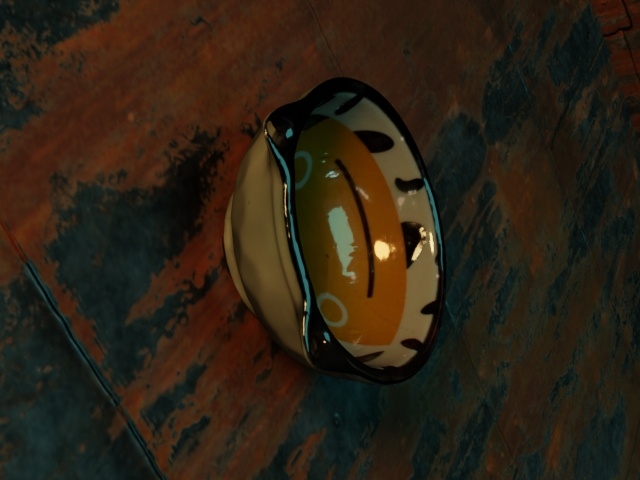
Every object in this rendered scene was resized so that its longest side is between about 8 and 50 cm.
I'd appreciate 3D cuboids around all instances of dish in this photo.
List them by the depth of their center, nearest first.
[{"bbox_3d":[0.000,0.000,0.990,0.303,0.120,0.303,25,60,-52],"label":"dish"}]
